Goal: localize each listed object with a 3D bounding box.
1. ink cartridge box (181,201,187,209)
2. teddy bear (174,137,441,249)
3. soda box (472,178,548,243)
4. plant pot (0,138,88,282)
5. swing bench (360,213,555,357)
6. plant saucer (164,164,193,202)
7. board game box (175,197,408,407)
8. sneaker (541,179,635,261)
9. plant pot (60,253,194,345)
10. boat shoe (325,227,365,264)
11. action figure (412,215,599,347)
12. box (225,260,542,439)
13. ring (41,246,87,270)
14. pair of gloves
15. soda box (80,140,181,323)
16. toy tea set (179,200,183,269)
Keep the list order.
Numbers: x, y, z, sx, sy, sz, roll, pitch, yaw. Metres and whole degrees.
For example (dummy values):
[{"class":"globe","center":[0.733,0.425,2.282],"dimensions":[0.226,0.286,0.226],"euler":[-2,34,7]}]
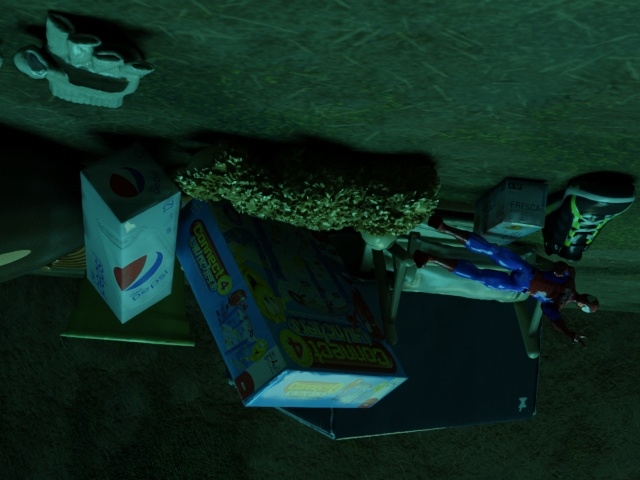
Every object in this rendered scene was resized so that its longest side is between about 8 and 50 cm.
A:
[{"class":"ink cartridge box","center":[-0.170,-0.031,1.409],"dimensions":[0.122,0.088,0.052],"euler":[2,172,17]},{"class":"teddy bear","center":[-0.020,-0.055,1.088],"dimensions":[0.338,0.113,0.245],"euler":[8,174,-22]},{"class":"soda box","center":[0.265,-0.038,1.202],"dimensions":[0.058,0.063,0.183],"euler":[7,173,-3]},{"class":"plant pot","center":[-0.410,-0.044,1.158],"dimensions":[0.215,0.215,0.230],"euler":[-2,-176,39]},{"class":"swing bench","center":[0.217,0.045,1.376],"dimensions":[0.253,0.165,0.254],"euler":[5,-153,-10]},{"class":"plant saucer","center":[-0.135,-0.074,1.273],"dimensions":[0.200,0.037,0.200],"euler":[5,173,1]},{"class":"board game box","center":[-0.045,0.095,1.251],"dimensions":[0.086,0.302,0.308],"euler":[-42,150,22]},{"class":"sneaker","center":[0.359,-0.020,1.150],"dimensions":[0.084,0.097,0.234],"euler":[5,172,-1]},{"class":"plant pot","center":[-0.393,0.086,1.792],"dimensions":[0.276,0.254,0.276],"euler":[4,172,1]},{"class":"boat shoe","center":[0.000,0.000,1.628],"dimensions":[0.228,0.068,0.081],"euler":[-2,131,-28]},{"class":"action figure","center":[0.281,0.058,1.176],"dimensions":[0.280,0.091,0.139],"euler":[19,-169,-15]},{"class":"box","center":[0.118,0.195,1.760],"dimensions":[0.480,0.297,0.472],"euler":[1,-175,-30]},{"class":"ring","center":[-0.522,-0.026,1.456],"dimensions":[0.336,0.032,0.336],"euler":[10,153,5]},{"class":"pair of gloves","center":[-0.277,-0.158,0.743],"dimensions":[0.240,0.042,0.204],"euler":[9,171,-23]},{"class":"soda box","center":[-0.261,-0.001,1.163],"dimensions":[0.091,0.098,0.286],"euler":[-33,162,-28]},{"class":"toy tea set","center":[-0.247,-0.027,1.552],"dimensions":[0.336,0.124,0.200],"euler":[9,142,-7]}]
